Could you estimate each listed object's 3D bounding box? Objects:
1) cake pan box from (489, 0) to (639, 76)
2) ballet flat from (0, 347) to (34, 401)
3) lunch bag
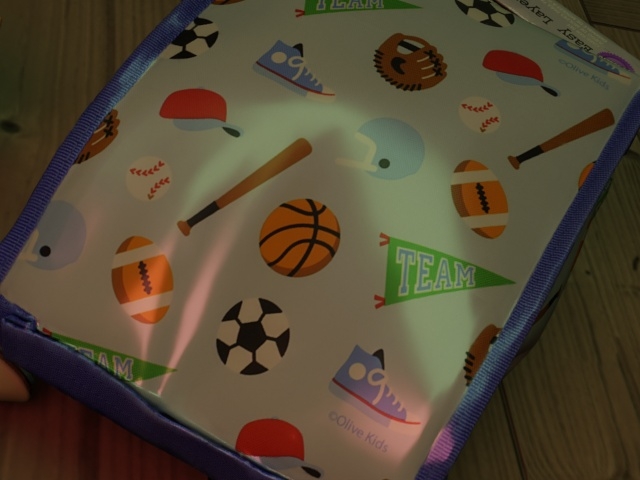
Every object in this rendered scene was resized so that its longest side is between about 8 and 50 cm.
[{"bbox_3d":[0.120,-0.114,1.006,0.267,0.246,0.070,39,46,17],"label":"cake pan box"},{"bbox_3d":[-0.304,0.047,0.809,0.248,0.086,0.086,40,46,18],"label":"ballet flat"},{"bbox_3d":[0.000,0.000,0.817,0.327,0.239,0.385,27,54,11],"label":"lunch bag"}]
